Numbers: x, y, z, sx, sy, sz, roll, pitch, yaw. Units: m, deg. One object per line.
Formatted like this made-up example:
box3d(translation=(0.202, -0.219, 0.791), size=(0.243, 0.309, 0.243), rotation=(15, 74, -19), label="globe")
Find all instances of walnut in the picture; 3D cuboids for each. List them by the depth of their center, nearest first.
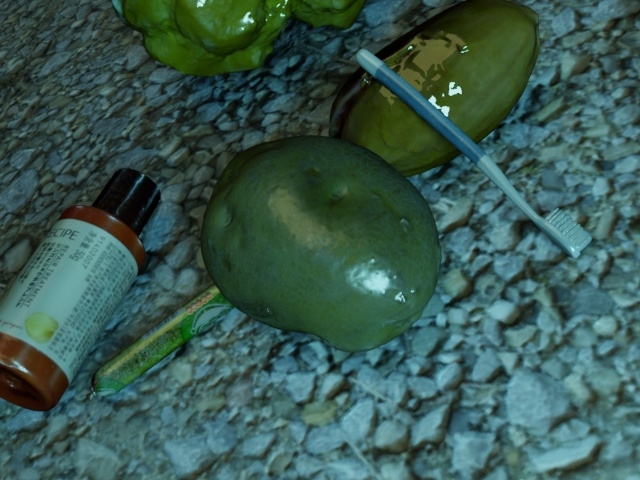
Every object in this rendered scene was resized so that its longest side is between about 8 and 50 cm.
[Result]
box3d(translation=(0.108, -0.144, 0.917), size=(0.245, 0.137, 0.137), rotation=(-35, 37, 1), label="walnut")

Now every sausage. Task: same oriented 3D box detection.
box3d(translation=(-0.119, 0.071, 0.923), size=(0.269, 0.033, 0.033), rotation=(-36, 37, -3), label="sausage")

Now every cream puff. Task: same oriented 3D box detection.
box3d(translation=(-0.077, -0.354, 1.199), size=(0.378, 0.275, 0.378), rotation=(-50, 17, 22), label="cream puff")

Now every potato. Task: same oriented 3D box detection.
box3d(translation=(0.000, 0.000, 0.823), size=(0.235, 0.160, 0.178), rotation=(39, 100, 37), label="potato")

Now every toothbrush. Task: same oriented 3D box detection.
box3d(translation=(0.127, -0.085, 0.822), size=(0.025, 0.019, 0.276), rotation=(-42, 68, -5), label="toothbrush")

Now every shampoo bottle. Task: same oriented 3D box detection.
box3d(translation=(-0.256, 0.038, 1.000), size=(0.104, 0.104, 0.278), rotation=(-2, 47, 35), label="shampoo bottle")
